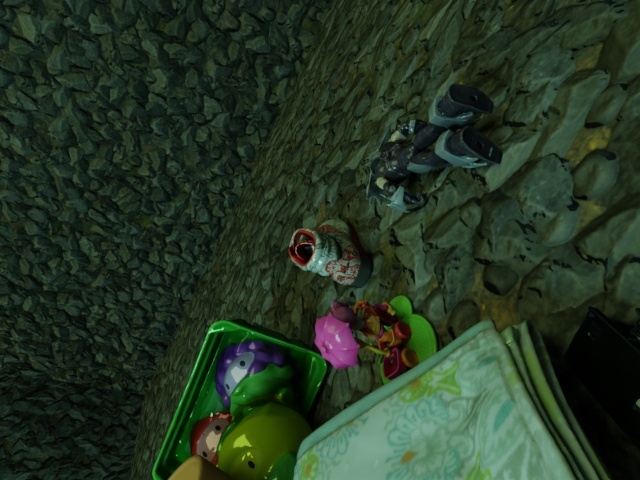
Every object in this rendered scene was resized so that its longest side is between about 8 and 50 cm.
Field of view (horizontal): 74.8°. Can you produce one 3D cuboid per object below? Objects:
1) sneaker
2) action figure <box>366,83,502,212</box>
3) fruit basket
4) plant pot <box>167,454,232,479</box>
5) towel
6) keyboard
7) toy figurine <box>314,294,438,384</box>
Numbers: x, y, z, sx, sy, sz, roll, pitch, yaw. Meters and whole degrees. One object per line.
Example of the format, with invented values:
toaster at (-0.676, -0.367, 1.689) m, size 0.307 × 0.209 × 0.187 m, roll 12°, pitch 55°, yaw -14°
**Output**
sneaker at (0.001, -0.001, 0.896) m, size 0.090 × 0.145 × 0.270 m, roll -63°, pitch 24°, yaw 16°
action figure at (0.168, -0.146, 0.721) m, size 0.285 × 0.099 × 0.185 m, roll 162°, pitch 117°, yaw -66°
fruit basket at (-0.140, 0.364, 0.804) m, size 0.392 × 0.283 × 0.392 m, roll -158°, pitch 90°, yaw -84°
plant pot at (-0.168, 0.489, 0.574) m, size 0.291 × 0.203 × 0.291 m, roll -50°, pitch 11°, yaw 13°
towel at (0.087, 0.269, 0.389) m, size 0.374 × 0.090 × 0.320 m, roll -45°, pitch 13°, yaw 23°
keyboard at (0.284, 0.131, 0.332) m, size 0.192 × 0.038 × 0.100 m, roll -110°, pitch 23°, yaw -55°
toy figurine at (0.066, 0.136, 0.626) m, size 0.130 × 0.159 × 0.173 m, roll -51°, pitch 29°, yaw 37°
